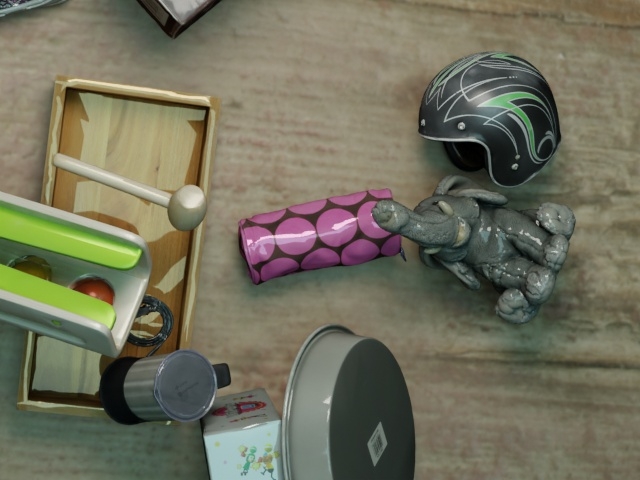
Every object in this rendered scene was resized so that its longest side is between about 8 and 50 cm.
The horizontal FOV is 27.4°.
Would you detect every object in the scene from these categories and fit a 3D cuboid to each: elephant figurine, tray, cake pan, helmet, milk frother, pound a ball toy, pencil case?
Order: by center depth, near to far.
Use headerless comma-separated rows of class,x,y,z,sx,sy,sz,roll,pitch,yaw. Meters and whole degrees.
pound a ball toy,-0.310,0.006,1.532,0.319,0.135,0.208,17,67,4
milk frother,-0.189,0.137,1.546,0.129,0.135,0.143,-32,102,-38
cake pan,0.044,0.246,1.598,0.054,0.293,0.293,-6,95,26
tray,-0.251,0.013,1.635,0.203,0.076,0.410,7,93,-10
elephant figurine,0.187,-0.012,1.651,0.240,0.186,0.169,21,60,4
helmet,0.211,-0.159,1.660,0.169,0.169,0.161,-41,115,-5
pencil case,0.000,0.000,1.672,0.209,0.098,0.095,-9,55,-8

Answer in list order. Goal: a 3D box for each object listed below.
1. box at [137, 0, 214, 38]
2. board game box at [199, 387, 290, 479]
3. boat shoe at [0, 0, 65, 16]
box,-0.073,-0.418,1.585,0.381,0.191,0.143,-42,99,-4
board game box,-0.079,0.353,1.605,0.098,0.224,0.303,-10,95,-7
boat shoe,-0.409,-0.306,1.586,0.228,0.081,0.079,-12,95,-9
